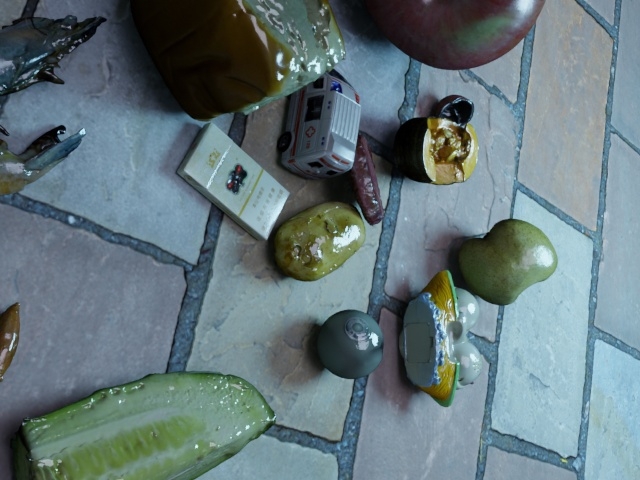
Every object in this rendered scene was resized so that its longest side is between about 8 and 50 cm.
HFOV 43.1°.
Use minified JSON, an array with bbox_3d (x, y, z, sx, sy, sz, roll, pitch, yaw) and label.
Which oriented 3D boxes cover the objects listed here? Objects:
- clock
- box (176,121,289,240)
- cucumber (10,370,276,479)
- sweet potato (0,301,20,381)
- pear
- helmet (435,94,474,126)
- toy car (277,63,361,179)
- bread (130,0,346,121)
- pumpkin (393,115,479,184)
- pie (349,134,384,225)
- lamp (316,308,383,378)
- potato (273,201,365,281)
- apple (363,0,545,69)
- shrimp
[{"bbox_3d":[0.212,0.165,1.373,0.144,0.103,0.230,6,81,-43],"label":"clock"},{"bbox_3d":[-0.122,-0.082,1.162,0.167,0.024,0.090,42,58,-31],"label":"box"},{"bbox_3d":[-0.210,0.247,0.981,0.325,0.105,0.145,-14,66,-43],"label":"cucumber"},{"bbox_3d":[-0.357,0.113,0.912,0.034,0.034,0.095,28,54,-36],"label":"sweet potato"},{"bbox_3d":[0.338,0.036,1.468,0.167,0.167,0.136,-20,70,-42],"label":"pear"},{"bbox_3d":[0.237,-0.240,1.498,0.084,0.049,0.065,-20,133,-18],"label":"helmet"},{"bbox_3d":[0.008,-0.201,1.243,0.089,0.108,0.209,22,68,-38],"label":"toy car"},{"bbox_3d":[-0.113,-0.292,1.049,0.225,0.279,0.250,-27,101,-27],"label":"bread"},{"bbox_3d":[0.187,-0.155,1.400,0.184,0.108,0.118,0,90,-50],"label":"pumpkin"},{"bbox_3d":[0.070,-0.097,1.284,0.154,0.036,0.154,-14,90,-81],"label":"pie"},{"bbox_3d":[0.045,0.156,1.221,0.105,0.105,0.105,8,77,-41],"label":"lamp"},{"bbox_3d":[0.000,0.000,1.224,0.171,0.080,0.107,-23,110,-44],"label":"potato"},{"bbox_3d":[0.222,-0.461,1.351,0.344,0.345,0.269,58,30,-19],"label":"apple"},{"bbox_3d":[-0.351,-0.156,0.939,0.289,0.075,0.178,-40,118,-40],"label":"shrimp"}]
